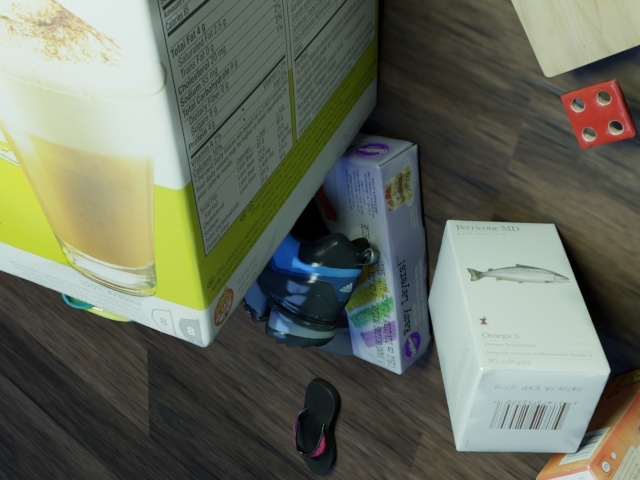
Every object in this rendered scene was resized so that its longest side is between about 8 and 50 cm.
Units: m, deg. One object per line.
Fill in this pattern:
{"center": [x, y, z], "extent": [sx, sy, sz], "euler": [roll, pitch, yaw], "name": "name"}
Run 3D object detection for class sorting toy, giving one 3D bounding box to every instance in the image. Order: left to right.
{"center": [0.204, -0.195, 0.624], "extent": [0.132, 0.046, 0.274], "euler": [-15, 106, 49], "name": "sorting toy"}

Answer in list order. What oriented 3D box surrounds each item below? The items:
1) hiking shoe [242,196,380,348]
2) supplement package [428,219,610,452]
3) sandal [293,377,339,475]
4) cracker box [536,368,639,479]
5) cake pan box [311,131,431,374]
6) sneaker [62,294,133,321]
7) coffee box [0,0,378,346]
{"center": [-0.067, -0.028, 0.899], "extent": [0.304, 0.113, 0.132], "euler": [42, 110, 25], "name": "hiking shoe"}
{"center": [0.161, 0.078, 0.748], "extent": [0.105, 0.179, 0.105], "euler": [1, 130, -4], "name": "supplement package"}
{"center": [-0.012, 0.259, 1.185], "extent": [0.067, 0.040, 0.179], "euler": [30, 136, 27], "name": "sandal"}
{"center": [0.311, 0.246, 0.755], "extent": [0.232, 0.155, 0.067], "euler": [54, 141, -1], "name": "cracker box"}
{"center": [0.000, 0.000, 0.962], "extent": [0.245, 0.070, 0.267], "euler": [20, 131, 38], "name": "cake pan box"}
{"center": [-0.284, -0.033, 1.112], "extent": [0.319, 0.208, 0.127], "euler": [44, 142, 13], "name": "sneaker"}
{"center": [-0.167, -0.188, 0.697], "extent": [0.337, 0.338, 0.334], "euler": [17, 138, 19], "name": "coffee box"}
